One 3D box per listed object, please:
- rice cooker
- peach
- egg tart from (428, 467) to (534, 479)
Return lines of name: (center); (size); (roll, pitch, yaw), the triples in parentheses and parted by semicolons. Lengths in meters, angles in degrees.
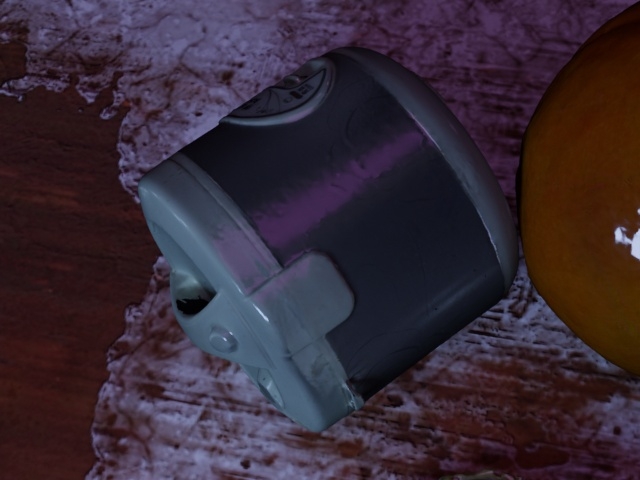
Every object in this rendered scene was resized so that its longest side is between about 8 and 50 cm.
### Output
rice cooker: (-0.003, 0.000, 1.029); (0.277, 0.288, 0.288); (-35, 64, -10)
peach: (0.313, -0.048, 0.985); (0.301, 0.343, 0.343); (11, 63, 34)
egg tart: (0.130, 0.320, 0.926); (0.315, 0.120, 0.315); (-3, 61, 6)
